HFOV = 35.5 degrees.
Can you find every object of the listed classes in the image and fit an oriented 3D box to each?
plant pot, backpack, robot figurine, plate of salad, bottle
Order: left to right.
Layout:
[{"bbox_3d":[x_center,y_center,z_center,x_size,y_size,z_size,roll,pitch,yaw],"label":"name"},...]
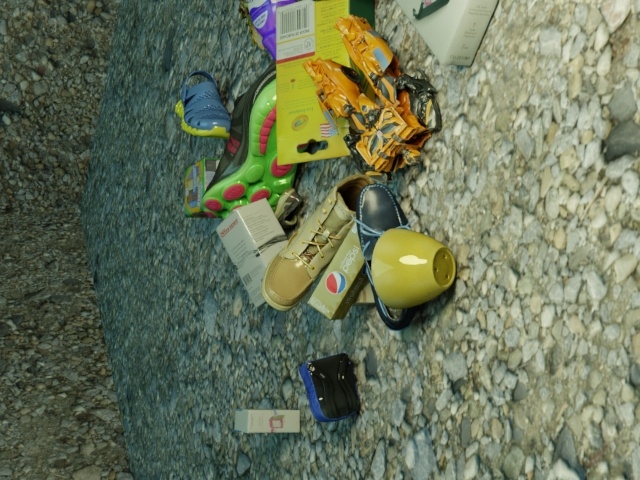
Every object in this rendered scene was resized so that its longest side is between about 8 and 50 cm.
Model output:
[{"bbox_3d":[-0.167,-0.542,2.368,0.200,0.048,0.199,159,90,-83],"label":"plate of salad"},{"bbox_3d":[-0.104,-0.511,2.192,0.118,0.092,0.282,-21,84,58],"label":"bottle"},{"bbox_3d":[0.020,0.288,1.925,0.101,0.098,0.120,128,125,-66],"label":"backpack"},{"bbox_3d":[0.087,-0.241,1.740,0.211,0.085,0.291,-49,57,32],"label":"robot figurine"},{"bbox_3d":[0.161,0.044,1.612,0.095,0.134,0.134,-4,85,41],"label":"plant pot"}]

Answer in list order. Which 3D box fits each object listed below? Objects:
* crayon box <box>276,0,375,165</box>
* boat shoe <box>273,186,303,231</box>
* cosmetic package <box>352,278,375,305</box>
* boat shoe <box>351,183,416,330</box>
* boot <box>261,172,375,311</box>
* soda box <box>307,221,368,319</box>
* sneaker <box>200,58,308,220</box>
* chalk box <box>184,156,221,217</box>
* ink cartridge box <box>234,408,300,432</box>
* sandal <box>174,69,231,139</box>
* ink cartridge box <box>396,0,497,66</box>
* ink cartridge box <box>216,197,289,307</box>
[{"bbox_3d":[0.006,-0.306,1.929,0.202,0.081,0.318,-3,85,44],"label":"crayon box"},{"bbox_3d":[-0.077,-0.051,2.204,0.049,0.056,0.152,41,142,18],"label":"boat shoe"},{"bbox_3d":[0.077,0.063,1.872,0.060,0.041,0.115,157,113,-63],"label":"cosmetic package"},{"bbox_3d":[0.122,0.021,1.705,0.089,0.109,0.258,51,-158,-79],"label":"boat shoe"},{"bbox_3d":[0.000,0.000,1.866,0.262,0.095,0.203,-50,1,-40],"label":"boot"},{"bbox_3d":[0.053,0.054,1.811,0.058,0.061,0.181,35,101,24],"label":"soda box"},{"bbox_3d":[-0.131,-0.208,2.234,0.483,0.185,0.202,-53,28,43],"label":"sneaker"},{"bbox_3d":[-0.245,-0.130,2.487,0.213,0.132,0.132,168,102,-66],"label":"chalk box"},{"bbox_3d":[-0.116,0.393,2.181,0.088,0.123,0.052,164,110,-64],"label":"ink cartridge box"},{"bbox_3d":[-0.311,-0.362,2.667,0.317,0.126,0.138,48,127,55],"label":"sandal"},{"bbox_3d":[0.207,-0.451,1.601,0.275,0.060,0.238,-114,34,-44],"label":"ink cartridge box"},{"bbox_3d":[-0.131,0.028,2.194,0.203,0.086,0.148,63,151,5],"label":"ink cartridge box"}]
